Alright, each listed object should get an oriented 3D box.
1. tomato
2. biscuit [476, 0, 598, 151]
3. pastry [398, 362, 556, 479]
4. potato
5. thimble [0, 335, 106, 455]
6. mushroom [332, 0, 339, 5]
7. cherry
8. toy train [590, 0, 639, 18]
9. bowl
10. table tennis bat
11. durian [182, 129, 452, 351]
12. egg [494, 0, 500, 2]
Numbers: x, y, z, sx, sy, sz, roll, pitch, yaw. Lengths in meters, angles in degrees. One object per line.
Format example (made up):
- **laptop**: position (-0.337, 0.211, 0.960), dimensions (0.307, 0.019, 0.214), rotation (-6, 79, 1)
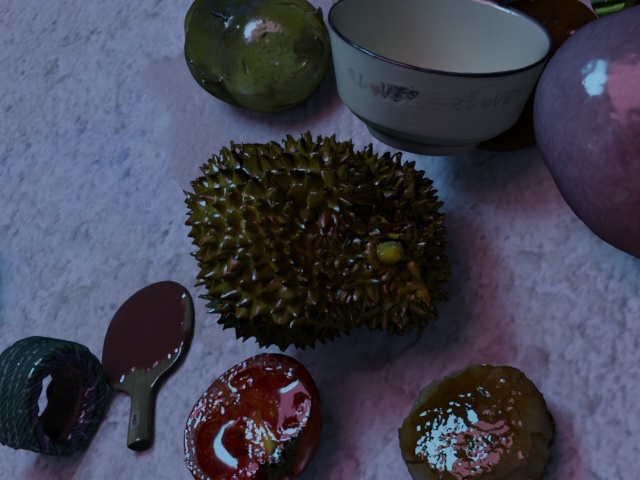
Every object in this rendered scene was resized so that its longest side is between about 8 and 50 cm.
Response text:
- **tomato**: position (-0.056, 0.199, 1.487), dimensions (0.159, 0.091, 0.139), rotation (-49, 47, -1)
- **biscuit**: position (0.223, -0.190, 1.617), dimensions (0.212, 0.036, 0.212), rotation (-21, 48, 25)
- **pastry**: position (0.146, 0.184, 1.347), dimensions (0.153, 0.081, 0.153), rotation (-23, 42, 23)
- **potato**: position (-0.087, -0.249, 1.829), dimensions (0.169, 0.143, 0.248), rotation (-40, 40, -11)
- **thimble**: position (-0.320, 0.181, 1.690), dimensions (0.090, 0.118, 0.135), rotation (5, 86, 45)
- **mushroom**: position (0.023, -0.283, 1.863), dimensions (0.028, 0.026, 0.286), rotation (-17, 45, 6)
- **cherry**: position (0.314, -0.102, 1.350), dimensions (0.239, 0.206, 0.239), rotation (-15, 45, 16)
- **toy train**: position (0.375, -0.310, 1.560), dimensions (0.137, 0.090, 0.225), rotation (1, 58, 47)
- **bowl**: position (0.117, -0.171, 1.530), dimensions (0.238, 0.126, 0.237), rotation (6, 29, -4)
- **table tennis bat**: position (-0.207, 0.143, 1.705), dimensions (0.131, 0.022, 0.234), rotation (-23, 45, 22)
- **durian**: position (0.003, 0.001, 1.494), dimensions (0.293, 0.258, 0.258), rotation (6, 60, 21)
- **egg**: position (0.169, -0.356, 1.703), dimensions (0.286, 0.174, 0.264), rotation (-37, 20, -22)
